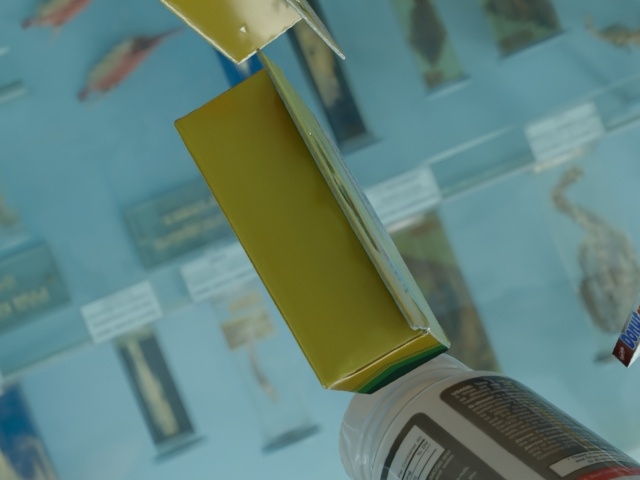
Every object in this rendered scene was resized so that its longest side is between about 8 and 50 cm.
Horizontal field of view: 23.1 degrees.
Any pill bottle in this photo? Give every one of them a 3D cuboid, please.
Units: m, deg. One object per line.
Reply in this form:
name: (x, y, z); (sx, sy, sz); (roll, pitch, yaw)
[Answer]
pill bottle: (0.177, 0.250, 1.502); (0.210, 0.210, 0.363); (-23, -151, -20)

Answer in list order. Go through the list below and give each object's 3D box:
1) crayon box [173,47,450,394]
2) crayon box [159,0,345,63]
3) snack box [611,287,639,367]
crayon box: (0.000, 0.000, 1.074); (0.081, 0.202, 0.318); (-30, 170, 3)
crayon box: (-0.121, -0.270, 1.213); (0.083, 0.323, 0.203); (-35, 161, 8)
snack box: (0.273, 0.049, 1.250); (0.064, 0.022, 0.178); (-42, 162, -14)
